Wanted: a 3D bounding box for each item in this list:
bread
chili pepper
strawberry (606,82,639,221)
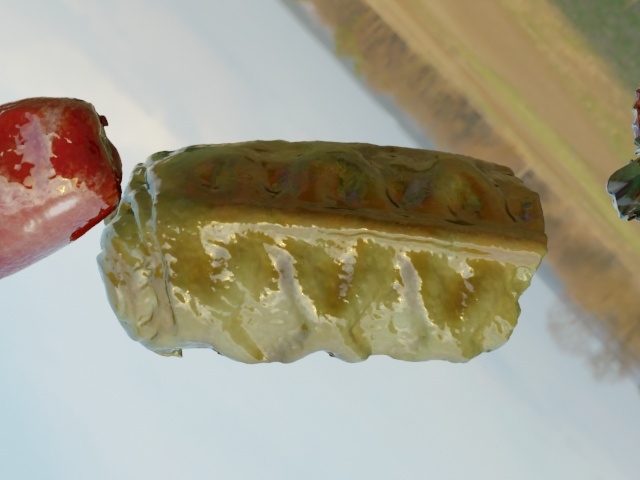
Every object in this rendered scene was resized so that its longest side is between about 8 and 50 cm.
[{"bbox_3d":[0.000,0.000,0.687,0.088,0.232,0.128,96,172,-56],"label":"bread"},{"bbox_3d":[-0.147,-0.024,0.600,0.070,0.123,0.073,57,-163,-34],"label":"chili pepper"},{"bbox_3d":[0.322,-0.082,0.927,0.188,0.286,0.106,27,157,52],"label":"strawberry"}]
